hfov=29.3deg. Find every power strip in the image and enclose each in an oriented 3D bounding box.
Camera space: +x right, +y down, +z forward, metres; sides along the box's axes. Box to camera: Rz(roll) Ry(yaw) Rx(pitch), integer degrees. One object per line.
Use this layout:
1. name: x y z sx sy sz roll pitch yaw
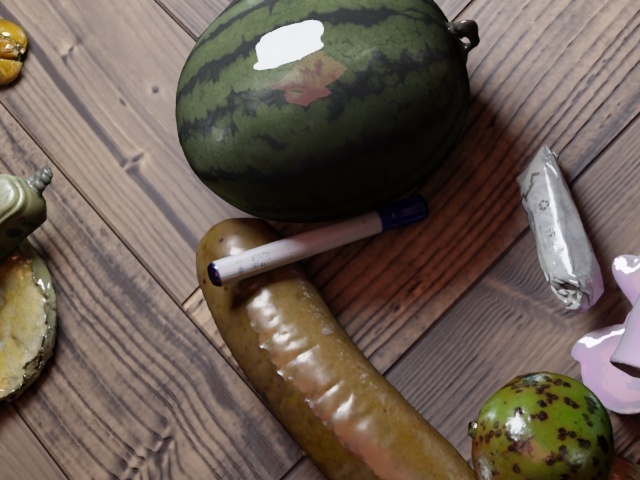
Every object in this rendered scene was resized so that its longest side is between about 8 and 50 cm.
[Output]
1. power strip: -0.477 0.039 1.541 0.387 0.092 0.066 -41 70 7

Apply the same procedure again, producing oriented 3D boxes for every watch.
1. watch: 0.378 0.091 1.210 0.248 0.217 0.211 23 86 23

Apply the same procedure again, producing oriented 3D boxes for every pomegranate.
1. pomegranate: 0.249 0.224 1.268 0.205 0.159 0.159 23 85 -5

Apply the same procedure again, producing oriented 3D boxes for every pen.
1. pen: 0.000 0.000 1.395 0.269 0.033 0.033 -19 68 -20

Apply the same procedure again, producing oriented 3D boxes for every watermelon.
1. watermelon: 0.012 -0.164 1.373 0.359 0.279 0.279 -18 72 13

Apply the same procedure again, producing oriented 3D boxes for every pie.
1. pie: -0.457 0.097 1.600 0.274 0.055 0.274 -5 76 19

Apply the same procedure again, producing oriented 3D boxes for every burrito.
1. burrito: 0.260 -0.012 1.344 0.064 0.064 0.203 -21 57 14

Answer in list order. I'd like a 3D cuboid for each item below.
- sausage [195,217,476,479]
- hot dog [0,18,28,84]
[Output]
1. sausage: 0.014 0.172 1.378 0.136 0.123 0.501 -32 66 -19
2. hot dog: -0.520 -0.274 1.703 0.249 0.068 0.100 10 80 21
